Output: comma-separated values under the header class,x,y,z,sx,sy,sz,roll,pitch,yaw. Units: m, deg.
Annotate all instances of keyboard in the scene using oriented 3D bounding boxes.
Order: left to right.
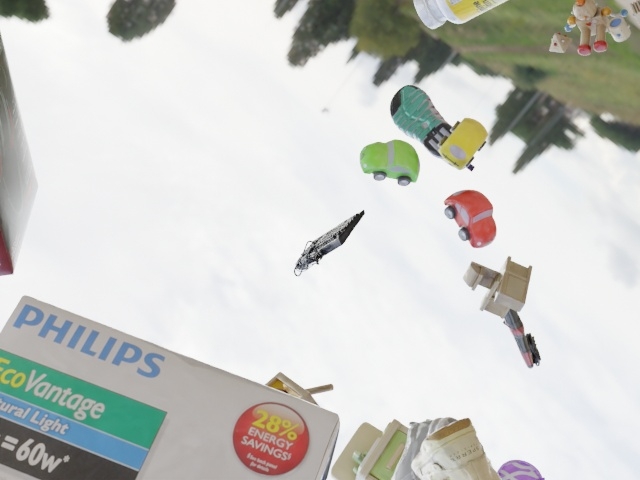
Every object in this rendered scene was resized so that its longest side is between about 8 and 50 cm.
class,x,y,z,sx,sy,sz,roll,pitch,yaw
keyboard,0.000,0.000,1.743,0.038,0.100,0.192,39,154,-8

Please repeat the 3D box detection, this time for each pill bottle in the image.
class,x,y,z,sx,sy,sz,roll,pitch,yaw
pill bottle,0.256,-0.437,1.840,0.103,0.184,0.103,33,-134,-42

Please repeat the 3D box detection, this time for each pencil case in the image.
class,x,y,z,sx,sy,sz,roll,pitch,yaw
pencil case,0.362,0.445,1.891,0.088,0.086,0.206,10,163,22

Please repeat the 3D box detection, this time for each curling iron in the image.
class,x,y,z,sx,sy,sz,roll,pitch,yaw
curling iron,0.368,0.152,2.048,0.068,0.035,0.274,-93,-23,-46

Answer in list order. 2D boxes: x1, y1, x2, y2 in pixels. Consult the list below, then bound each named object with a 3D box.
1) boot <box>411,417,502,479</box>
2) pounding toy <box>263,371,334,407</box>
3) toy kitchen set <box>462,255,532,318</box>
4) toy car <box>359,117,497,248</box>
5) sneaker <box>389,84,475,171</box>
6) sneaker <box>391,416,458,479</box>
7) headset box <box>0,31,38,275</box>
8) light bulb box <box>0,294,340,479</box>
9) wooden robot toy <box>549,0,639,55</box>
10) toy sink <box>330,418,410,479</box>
class,x,y,z,sx,sy,sz,roll,pitch,yaw
boot,0.215,0.370,1.481,0.262,0.095,0.203,88,156,-66
pounding toy,-0.066,0.265,1.727,0.094,0.181,0.206,55,166,-22
toy kitchen set,0.205,0.067,1.295,0.068,0.083,0.075,23,-140,1
toy car,0.173,-0.114,1.666,0.225,0.053,0.239,10,-120,-16
sneaker,0.207,-0.203,2.005,0.098,0.083,0.224,37,-164,-43
sneaker,0.173,0.441,1.835,0.105,0.281,0.115,30,158,-36
headset box,-0.429,-0.106,1.287,0.110,0.293,0.218,-6,-148,-2
light bulb box,-0.192,0.287,1.147,0.358,0.361,0.225,20,-121,7
wooden robot toy,0.426,-0.344,1.667,0.079,0.173,0.076,45,-135,-41
toy sink,0.156,0.484,2.280,0.234,0.153,0.131,31,153,13
